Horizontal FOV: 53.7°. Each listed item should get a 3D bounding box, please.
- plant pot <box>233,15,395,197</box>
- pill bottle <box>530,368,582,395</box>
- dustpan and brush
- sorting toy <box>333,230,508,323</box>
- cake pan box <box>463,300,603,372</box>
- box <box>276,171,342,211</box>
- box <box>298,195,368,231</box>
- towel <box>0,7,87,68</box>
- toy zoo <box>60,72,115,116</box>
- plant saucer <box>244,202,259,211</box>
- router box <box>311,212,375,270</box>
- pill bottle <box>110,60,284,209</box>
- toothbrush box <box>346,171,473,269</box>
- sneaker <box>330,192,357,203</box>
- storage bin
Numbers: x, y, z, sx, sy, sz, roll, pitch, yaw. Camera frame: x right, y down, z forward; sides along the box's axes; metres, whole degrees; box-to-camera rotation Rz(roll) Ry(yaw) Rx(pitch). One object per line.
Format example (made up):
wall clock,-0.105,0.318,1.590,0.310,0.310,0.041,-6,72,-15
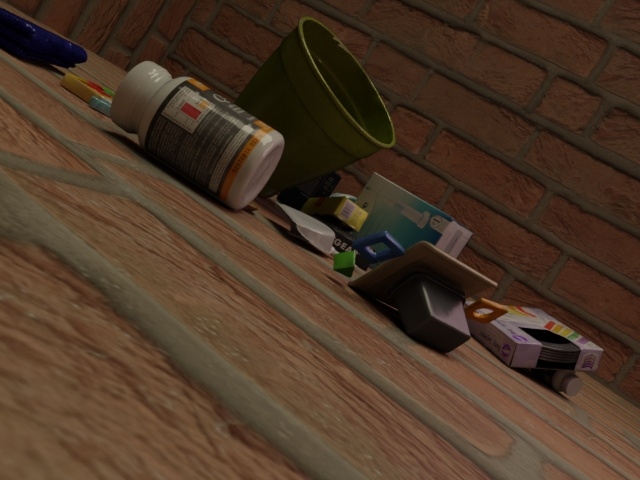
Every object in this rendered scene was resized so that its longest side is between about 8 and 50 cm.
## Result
plant pot,-0.064,-0.292,1.567,0.366,0.353,0.366,43,28,-30
pill bottle,0.566,0.320,1.514,0.067,0.067,0.120,29,6,-30
dustpan and brush,0.000,0.000,1.287,0.211,0.060,0.147,22,11,-27
sorting toy,0.176,0.065,1.093,0.348,0.196,0.047,28,50,-30
cake pan box,0.497,0.231,1.519,0.246,0.070,0.267,6,15,-17
box,-0.030,-0.154,1.837,0.093,0.158,0.156,35,6,13
box,0.028,-0.069,1.635,0.087,0.058,0.232,35,-11,-20
towel,-0.683,-0.464,1.418,0.228,0.076,0.308,25,7,-4
toy zoo,-0.449,-0.294,1.406,0.192,0.030,0.293,32,5,-1
plant saucer,-0.158,-0.078,1.227,0.083,0.015,0.083,33,5,-3
router box,0.047,0.000,1.518,0.179,0.046,0.133,32,6,1
pill bottle,-0.217,-0.188,1.116,0.278,0.162,0.162,33,6,4
toothbrush box,0.205,-0.012,1.637,0.295,0.216,0.126,36,6,41
sneaker,0.058,-0.095,2.019,0.208,0.127,0.319,39,-2,32
storage bin,0.178,0.124,1.032,0.135,0.098,0.091,29,34,-33
